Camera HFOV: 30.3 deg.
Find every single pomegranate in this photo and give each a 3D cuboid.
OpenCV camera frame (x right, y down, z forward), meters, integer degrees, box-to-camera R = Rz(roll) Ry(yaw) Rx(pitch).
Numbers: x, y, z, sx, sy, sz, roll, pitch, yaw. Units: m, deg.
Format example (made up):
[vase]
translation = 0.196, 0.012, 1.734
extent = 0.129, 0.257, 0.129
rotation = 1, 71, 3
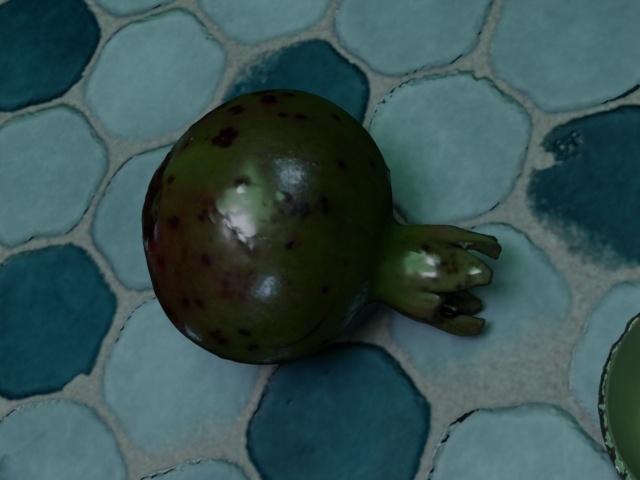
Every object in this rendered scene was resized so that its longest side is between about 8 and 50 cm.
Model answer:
[pomegranate]
translation = -0.002, -0.017, 1.035
extent = 0.306, 0.242, 0.242
rotation = -8, 62, -6

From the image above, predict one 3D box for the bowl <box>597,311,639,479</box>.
[bowl]
translation = 0.323, 0.139, 0.890
extent = 0.211, 0.112, 0.211
rotation = -9, 62, 17
